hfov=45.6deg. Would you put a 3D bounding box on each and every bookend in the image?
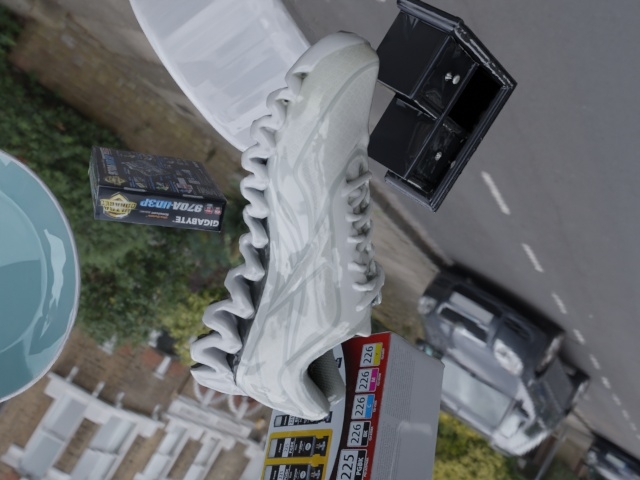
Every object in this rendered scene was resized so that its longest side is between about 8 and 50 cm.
[{"bbox_3d":[0.096,-0.126,0.733,0.072,0.156,0.157,37,-171,33],"label":"bookend"}]

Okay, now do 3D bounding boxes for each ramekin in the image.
[{"bbox_3d":[-0.089,-0.228,0.853,0.277,0.135,0.277,55,-169,-16],"label":"ramekin"}]

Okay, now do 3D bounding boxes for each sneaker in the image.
[{"bbox_3d":[0.000,0.000,0.547,0.118,0.292,0.110,26,-154,21],"label":"sneaker"}]

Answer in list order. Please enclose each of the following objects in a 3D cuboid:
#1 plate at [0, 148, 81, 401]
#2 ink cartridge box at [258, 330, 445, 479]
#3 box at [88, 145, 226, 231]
[{"bbox_3d":[-0.249,0.022,0.528,0.188,0.188,0.024,29,-171,7],"label":"plate"},{"bbox_3d":[0.009,0.303,1.034,0.272,0.309,0.130,-17,142,41],"label":"ink cartridge box"},{"bbox_3d":[-0.245,-0.079,1.120,0.175,0.051,0.220,6,-162,-22],"label":"box"}]
